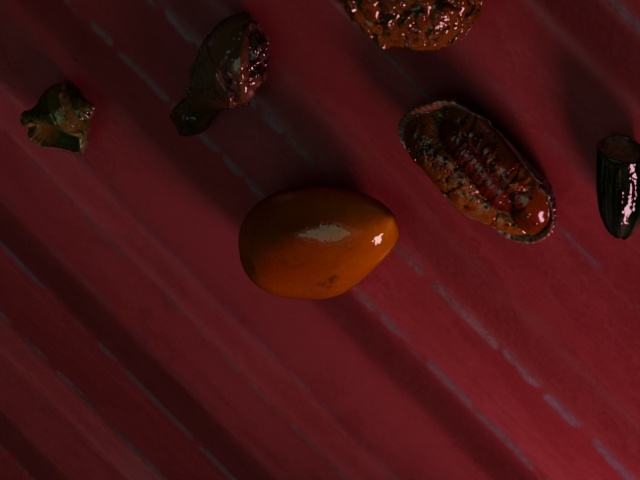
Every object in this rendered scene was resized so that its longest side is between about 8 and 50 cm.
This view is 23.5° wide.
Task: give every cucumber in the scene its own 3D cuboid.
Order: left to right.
[{"bbox_3d":[0.291,-0.049,1.488,0.048,0.048,0.105,13,130,27],"label":"cucumber"}]

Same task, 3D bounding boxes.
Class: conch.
[{"bbox_3d":[-0.305,-0.138,1.807,0.121,0.074,0.089,-13,100,35],"label":"conch"}]

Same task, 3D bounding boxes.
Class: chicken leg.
[{"bbox_3d":[-0.114,-0.167,1.670,0.085,0.069,0.198,47,140,1],"label":"chicken leg"}]

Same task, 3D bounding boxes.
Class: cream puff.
[{"bbox_3d":[0.079,-0.253,1.446,0.165,0.115,0.150,39,129,8],"label":"cream puff"}]

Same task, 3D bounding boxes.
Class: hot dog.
[{"bbox_3d":[0.162,-0.070,1.554,0.192,0.053,0.099,45,137,4],"label":"hot dog"}]

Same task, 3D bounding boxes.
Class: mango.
[{"bbox_3d":[-0.003,0.004,1.681,0.217,0.102,0.141,-16,115,42],"label":"mango"}]
